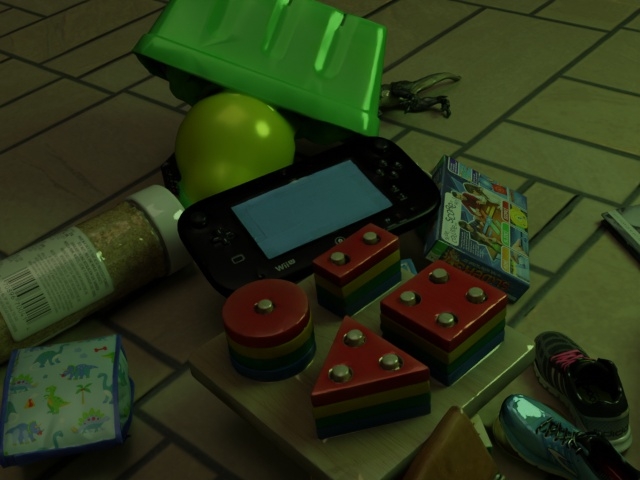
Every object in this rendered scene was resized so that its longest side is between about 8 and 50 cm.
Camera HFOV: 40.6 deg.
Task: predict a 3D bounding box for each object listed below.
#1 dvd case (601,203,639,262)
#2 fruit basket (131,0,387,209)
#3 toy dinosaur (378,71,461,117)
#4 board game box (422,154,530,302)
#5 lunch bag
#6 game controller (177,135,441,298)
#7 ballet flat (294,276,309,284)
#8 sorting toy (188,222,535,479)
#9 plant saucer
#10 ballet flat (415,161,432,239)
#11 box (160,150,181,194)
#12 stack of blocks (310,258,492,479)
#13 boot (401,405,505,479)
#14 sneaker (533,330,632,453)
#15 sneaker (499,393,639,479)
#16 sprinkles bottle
[{"bbox_3d":[0.512,-0.011,1.145,0.221,0.018,0.164,-13,37,-8],"label":"dvd case"},{"bbox_3d":[-0.100,-0.183,1.281,0.392,0.391,0.283,-8,3,-2],"label":"fruit basket"},{"bbox_3d":[0.157,-0.248,1.491,0.268,0.064,0.118,-17,31,-20],"label":"toy dinosaur"},{"bbox_3d":[0.207,-0.021,1.138,0.136,0.035,0.201,27,37,-8],"label":"board game box"},{"bbox_3d":[-0.274,0.182,0.943,0.129,0.096,0.151,-10,27,-5],"label":"lunch bag"},{"bbox_3d":[-0.011,-0.033,1.075,0.319,0.067,0.166,-24,43,-20],"label":"game controller"},{"bbox_3d":[0.000,0.000,1.168,0.086,0.086,0.248,2,36,12],"label":"ballet flat"},{"bbox_3d":[0.036,0.095,0.866,0.255,0.089,0.257,-32,43,-30],"label":"sorting toy"},{"bbox_3d":[0.222,0.203,0.903,0.084,0.015,0.083,-5,37,4],"label":"plant saucer"},{"bbox_3d":[0.146,-0.065,1.235,0.074,0.074,0.203,-17,35,-14],"label":"ballet flat"},{"bbox_3d":[-0.197,-0.105,1.356,0.083,0.052,0.062,10,40,22],"label":"box"},{"bbox_3d":[0.055,0.154,0.935,0.171,0.087,0.297,-10,36,-4],"label":"stack of blocks"},{"bbox_3d":[0.045,0.234,0.692,0.280,0.264,0.096,-42,9,-30],"label":"boot"},{"bbox_3d":[0.279,0.144,0.923,0.063,0.074,0.170,-12,36,-7],"label":"sneaker"},{"bbox_3d":[0.247,0.196,0.836,0.162,0.073,0.063,35,56,28],"label":"sneaker"},{"bbox_3d":[-0.333,0.052,1.107,0.355,0.121,0.121,-30,42,-28],"label":"sprinkles bottle"}]
